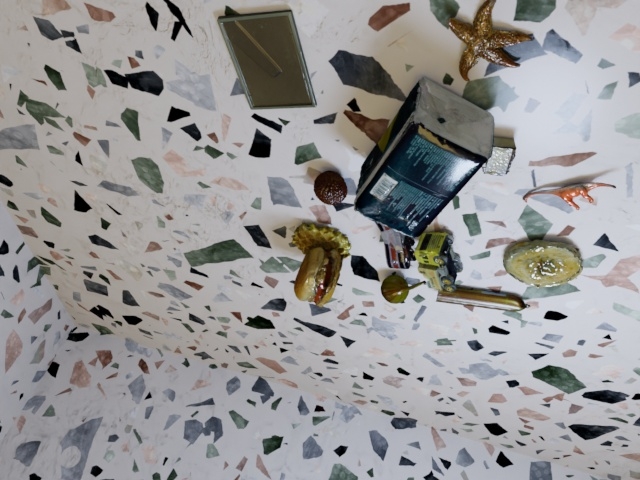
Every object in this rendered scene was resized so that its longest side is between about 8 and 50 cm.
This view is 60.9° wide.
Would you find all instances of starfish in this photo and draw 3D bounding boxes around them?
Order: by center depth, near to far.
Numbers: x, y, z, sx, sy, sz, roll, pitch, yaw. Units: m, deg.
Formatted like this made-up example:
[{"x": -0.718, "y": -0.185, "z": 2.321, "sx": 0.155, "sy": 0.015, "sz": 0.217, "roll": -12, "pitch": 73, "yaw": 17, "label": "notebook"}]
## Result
[{"x": 0.427, "y": -0.513, "z": 1.424, "sx": 0.227, "sy": 0.043, "sz": 0.240, "roll": 19, "pitch": 145, "yaw": 2, "label": "starfish"}]

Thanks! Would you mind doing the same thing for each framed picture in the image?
[{"x": -0.156, "y": -0.538, "z": 1.660, "sx": 0.241, "sy": 0.020, "sz": 0.324, "roll": 3, "pitch": 139, "yaw": 21, "label": "framed picture"}]

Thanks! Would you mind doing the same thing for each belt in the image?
[{"x": 0.267, "y": -0.038, "z": 2.015, "sx": 0.094, "sy": 0.126, "sz": 0.359, "roll": 2, "pitch": 137, "yaw": 32, "label": "belt"}]

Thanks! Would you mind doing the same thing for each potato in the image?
[{"x": 0.547, "y": -0.258, "z": 1.671, "sx": 0.086, "sy": 0.061, "sz": 0.122, "roll": 11, "pitch": 144, "yaw": 10, "label": "potato"}]

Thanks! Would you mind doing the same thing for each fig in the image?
[{"x": 0.346, "y": 0.199, "z": 2.248, "sx": 0.124, "sy": 0.124, "sz": 0.236, "roll": 38, "pitch": 154, "yaw": -22, "label": "fig"}]

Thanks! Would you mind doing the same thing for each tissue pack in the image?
[{"x": 0.301, "y": -0.235, "z": 1.645, "sx": 0.264, "sy": 0.253, "sz": 0.416, "roll": 23, "pitch": 142, "yaw": -7, "label": "tissue pack"}]

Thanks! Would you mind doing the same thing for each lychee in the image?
[{"x": 0.040, "y": -0.184, "z": 1.937, "sx": 0.129, "sy": 0.123, "sz": 0.123, "roll": 33, "pitch": 162, "yaw": 49, "label": "lychee"}]

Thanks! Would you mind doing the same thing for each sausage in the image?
[{"x": 0.666, "y": 0.239, "z": 2.231, "sx": 0.372, "sy": 0.082, "sz": 0.082, "roll": 7, "pitch": 141, "yaw": 14, "label": "sausage"}]

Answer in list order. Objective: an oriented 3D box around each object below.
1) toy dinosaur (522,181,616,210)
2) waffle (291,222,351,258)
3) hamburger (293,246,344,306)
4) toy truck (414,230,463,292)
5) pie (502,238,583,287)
[{"x": 0.784, "y": -0.143, "z": 1.721, "sx": 0.280, "sy": 0.055, "sz": 0.101, "roll": -21, "pitch": 118, "yaw": 42, "label": "toy dinosaur"}, {"x": 0.000, "y": 0.000, "z": 2.231, "sx": 0.229, "sy": 0.057, "sz": 0.219, "roll": -14, "pitch": 133, "yaw": 34, "label": "waffle"}, {"x": -0.009, "y": 0.141, "z": 2.180, "sx": 0.163, "sy": 0.244, "sz": 0.244, "roll": 21, "pitch": 143, "yaw": -1, "label": "hamburger"}, {"x": 0.444, "y": 0.084, "z": 2.095, "sx": 0.157, "sy": 0.124, "sz": 0.272, "roll": 7, "pitch": 145, "yaw": 32, "label": "toy truck"}, {"x": 0.810, "y": 0.084, "z": 1.988, "sx": 0.274, "sy": 0.055, "sz": 0.274, "roll": 12, "pitch": 143, "yaw": 9, "label": "pie"}]
